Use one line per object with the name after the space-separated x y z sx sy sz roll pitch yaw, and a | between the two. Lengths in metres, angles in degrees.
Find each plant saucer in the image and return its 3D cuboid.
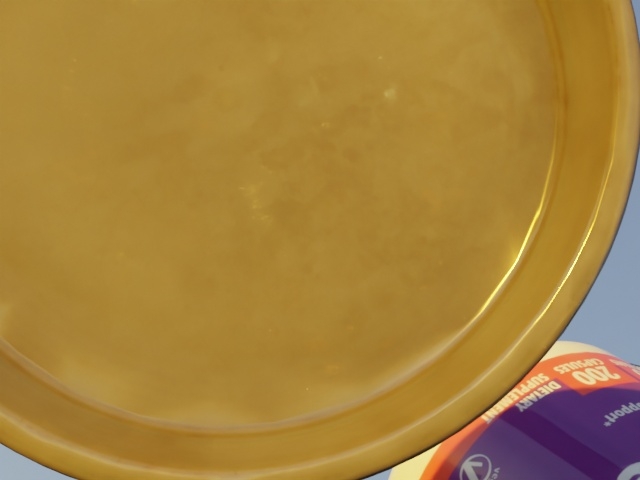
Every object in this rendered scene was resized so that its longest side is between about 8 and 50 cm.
-0.032 -0.049 0.655 0.278 0.278 0.041 26 -10 7 | plant saucer

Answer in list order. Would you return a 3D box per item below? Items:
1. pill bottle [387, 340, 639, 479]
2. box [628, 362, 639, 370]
0.182 0.185 0.898 0.323 0.181 0.181 32 -16 47 | pill bottle
0.235 0.174 1.662 0.077 0.147 0.180 10 0 -41 | box
